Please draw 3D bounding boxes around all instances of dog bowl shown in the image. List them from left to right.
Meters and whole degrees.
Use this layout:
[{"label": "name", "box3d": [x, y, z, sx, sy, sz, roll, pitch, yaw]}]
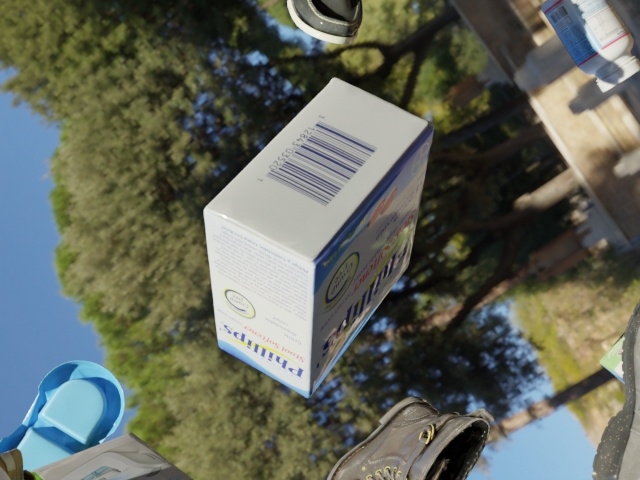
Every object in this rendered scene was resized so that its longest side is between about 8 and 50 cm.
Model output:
[{"label": "dog bowl", "box3d": [-0.492, 0.369, 1.749, 0.166, 0.297, 0.074, 33, 161, -4]}]

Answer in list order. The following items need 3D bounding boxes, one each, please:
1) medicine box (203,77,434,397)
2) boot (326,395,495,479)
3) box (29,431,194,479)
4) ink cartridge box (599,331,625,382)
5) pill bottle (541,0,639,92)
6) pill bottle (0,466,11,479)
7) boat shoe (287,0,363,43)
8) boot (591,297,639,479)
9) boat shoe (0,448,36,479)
[{"label": "medicine box", "box3d": [0.000, 0.000, 1.146, 0.149, 0.263, 0.289, 28, 146, 19]}, {"label": "boot", "box3d": [0.106, 0.313, 1.226, 0.091, 0.263, 0.229, 37, 173, -10]}, {"label": "box", "box3d": [-0.349, 0.456, 1.507, 0.231, 0.126, 0.262, 25, -154, 39]}, {"label": "ink cartridge box", "box3d": [0.605, 0.184, 1.436, 0.119, 0.207, 0.353, 41, 180, -7]}, {"label": "pill bottle", "box3d": [0.401, -0.302, 1.362, 0.160, 0.087, 0.087, 58, -162, 0]}, {"label": "pill bottle", "box3d": [-0.502, 0.375, 1.116, 0.153, 0.153, 0.265, 55, -141, 2]}, {"label": "boat shoe", "box3d": [0.011, -0.304, 1.061, 0.084, 0.079, 0.233, 10, -138, -9]}, {"label": "boot", "box3d": [0.510, 0.210, 1.220, 0.118, 0.223, 0.338, 27, -107, -35]}, {"label": "boat shoe", "box3d": [-0.437, 0.359, 1.321, 0.072, 0.190, 0.068, -31, -116, -33]}]
